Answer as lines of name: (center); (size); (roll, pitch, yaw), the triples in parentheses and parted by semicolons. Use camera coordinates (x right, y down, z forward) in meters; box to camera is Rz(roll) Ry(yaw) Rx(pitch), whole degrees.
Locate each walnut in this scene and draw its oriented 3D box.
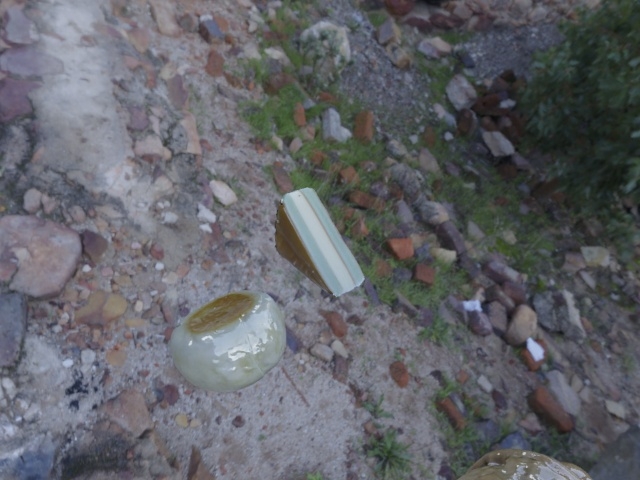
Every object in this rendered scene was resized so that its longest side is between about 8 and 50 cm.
walnut: (0.272, 0.386, 0.614); (0.198, 0.245, 0.198); (22, 51, -30)

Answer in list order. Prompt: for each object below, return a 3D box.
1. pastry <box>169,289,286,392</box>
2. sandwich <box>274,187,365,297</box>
pastry: (-0.121, 0.132, 0.615); (0.156, 0.156, 0.092); (-25, 112, -38)
sandwich: (0.000, 0.000, 0.758); (0.079, 0.114, 0.163); (-22, 41, -32)
